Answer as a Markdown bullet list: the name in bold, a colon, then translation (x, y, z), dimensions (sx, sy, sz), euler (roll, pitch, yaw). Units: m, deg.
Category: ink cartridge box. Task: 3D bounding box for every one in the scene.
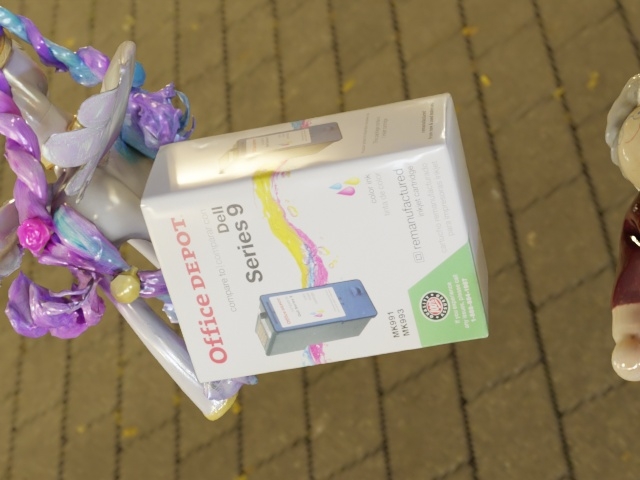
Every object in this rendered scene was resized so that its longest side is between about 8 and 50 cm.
- **ink cartridge box**: translation (0.000, 0.000, 1.074), dimensions (0.212, 0.154, 0.093), euler (-9, 28, 11)

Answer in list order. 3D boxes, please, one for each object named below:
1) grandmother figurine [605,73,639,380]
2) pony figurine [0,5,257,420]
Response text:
- **grandmother figurine**: translation (0.243, -0.006, 0.961), dimensions (0.208, 0.104, 0.342), euler (-41, 26, 21)
- **pony figurine**: translation (-0.185, -0.023, 1.232), dimensions (0.303, 0.363, 0.351), euler (-42, 24, 16)
